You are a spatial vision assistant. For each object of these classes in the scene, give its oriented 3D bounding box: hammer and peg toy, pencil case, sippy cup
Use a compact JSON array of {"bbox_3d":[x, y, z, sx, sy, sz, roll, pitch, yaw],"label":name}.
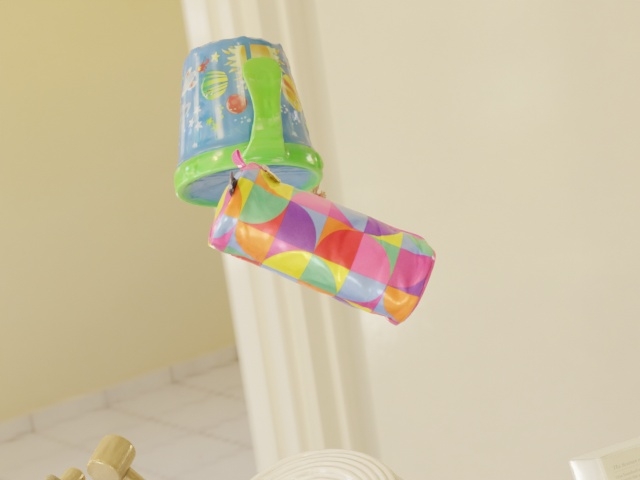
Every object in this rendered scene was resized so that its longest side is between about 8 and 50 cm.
[{"bbox_3d":[-0.340,0.478,1.915,0.361,0.266,0.127,-52,1,38],"label":"hammer and peg toy"},{"bbox_3d":[0.000,0.000,1.269,0.236,0.104,0.104,25,7,-6],"label":"pencil case"},{"bbox_3d":[-0.123,-0.189,1.948,0.305,0.224,0.240,-18,-16,37],"label":"sippy cup"}]

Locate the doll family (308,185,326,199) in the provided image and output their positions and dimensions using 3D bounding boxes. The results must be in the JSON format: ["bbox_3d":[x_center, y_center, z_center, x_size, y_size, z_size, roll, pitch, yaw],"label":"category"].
[{"bbox_3d":[-0.099,-0.121,2.230,0.263,0.163,0.118,27,-16,-5],"label":"doll family"}]

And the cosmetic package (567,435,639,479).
[{"bbox_3d":[0.481,0.361,1.645,0.224,0.225,0.138,-15,-7,-9],"label":"cosmetic package"}]

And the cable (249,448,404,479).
[{"bbox_3d":[-0.006,0.340,1.370,0.257,0.089,0.257,-23,30,15],"label":"cable"}]
